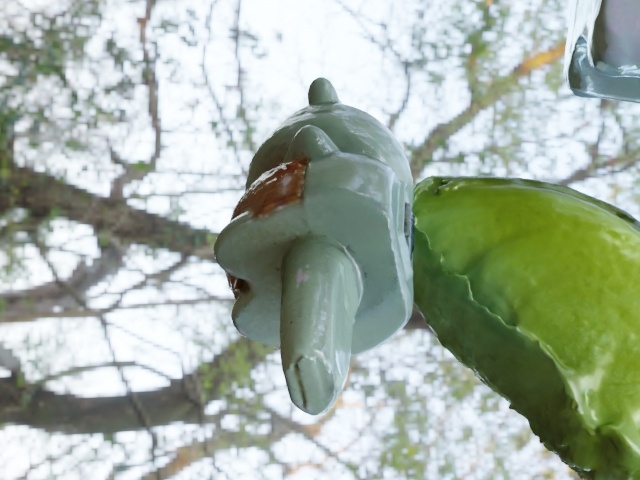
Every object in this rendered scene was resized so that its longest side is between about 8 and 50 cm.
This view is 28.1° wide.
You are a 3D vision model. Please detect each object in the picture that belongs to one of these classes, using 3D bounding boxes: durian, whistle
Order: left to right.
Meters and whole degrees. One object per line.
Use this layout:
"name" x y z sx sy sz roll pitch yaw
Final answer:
"whistle" 0.002 0.001 0.654 0.106 0.102 0.253 -36 -157 21
"durian" 0.147 0.053 0.730 0.250 0.139 0.101 44 -19 14

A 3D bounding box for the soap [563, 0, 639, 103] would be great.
"soap" 0.244 -0.121 0.455 0.095 0.290 0.172 38 60 -87
